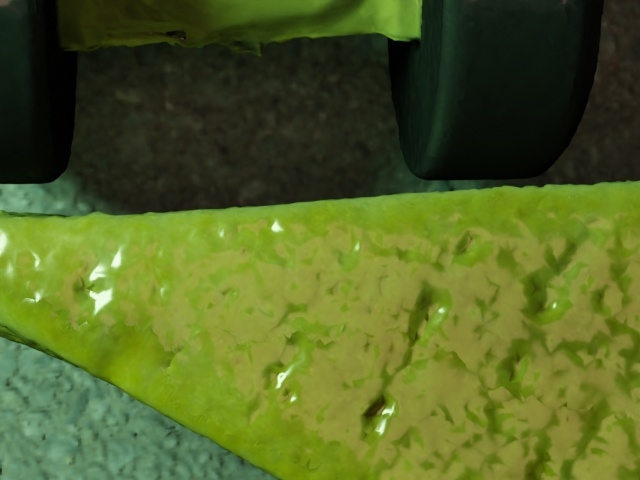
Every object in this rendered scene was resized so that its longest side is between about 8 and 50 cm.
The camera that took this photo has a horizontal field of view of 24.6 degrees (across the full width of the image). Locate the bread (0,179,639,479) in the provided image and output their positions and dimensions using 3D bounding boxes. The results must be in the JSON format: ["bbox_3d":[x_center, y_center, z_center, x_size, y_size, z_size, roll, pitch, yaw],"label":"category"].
[{"bbox_3d":[0.000,0.000,0.716,0.361,0.233,0.245,29,88,-3],"label":"bread"}]

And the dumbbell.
[{"bbox_3d":[-0.040,-0.128,0.729,0.322,0.204,0.204,-1,90,-5],"label":"dumbbell"}]
